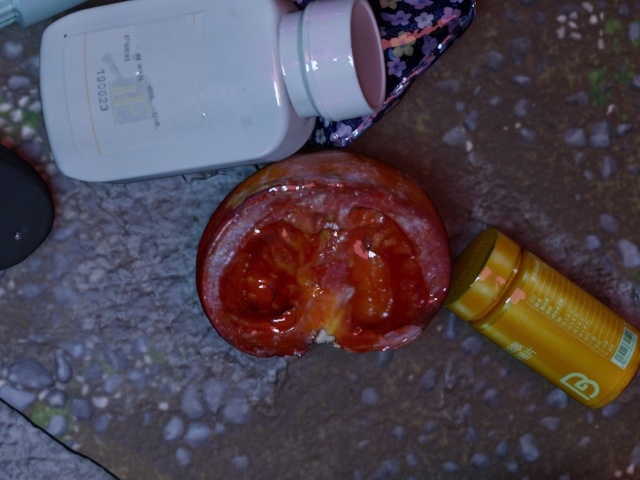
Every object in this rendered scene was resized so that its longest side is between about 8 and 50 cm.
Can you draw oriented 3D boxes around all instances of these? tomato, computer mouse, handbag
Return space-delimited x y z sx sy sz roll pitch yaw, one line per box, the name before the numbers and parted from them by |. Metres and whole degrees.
tomato | 0.000 0.000 1.507 0.233 0.139 0.200 3 125 -8
computer mouse | -0.365 -0.052 1.429 0.270 0.086 0.137 17 111 -40
handbag | 0.013 -0.215 1.521 0.229 0.127 0.208 -45 90 5

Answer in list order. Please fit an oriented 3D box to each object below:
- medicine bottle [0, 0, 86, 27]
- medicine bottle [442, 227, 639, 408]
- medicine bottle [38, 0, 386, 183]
medicine bottle | -0.206 -0.302 1.452 0.318 0.158 0.158 -27 97 -12
medicine bottle | 0.220 0.078 1.591 0.192 0.096 0.096 34 83 -13
medicine bottle | -0.096 -0.144 1.441 0.296 0.111 0.161 -9 87 19
